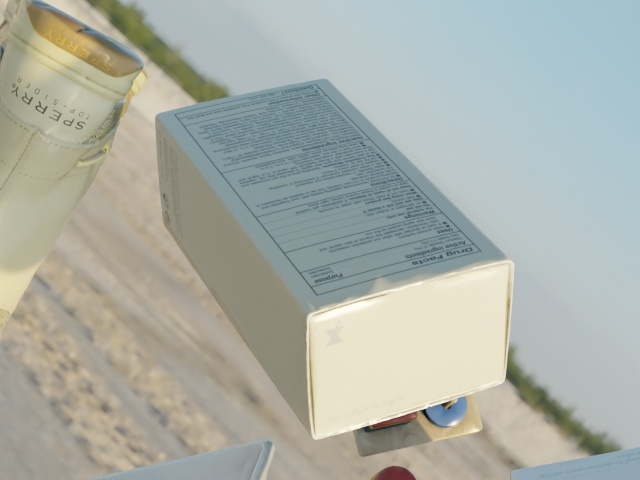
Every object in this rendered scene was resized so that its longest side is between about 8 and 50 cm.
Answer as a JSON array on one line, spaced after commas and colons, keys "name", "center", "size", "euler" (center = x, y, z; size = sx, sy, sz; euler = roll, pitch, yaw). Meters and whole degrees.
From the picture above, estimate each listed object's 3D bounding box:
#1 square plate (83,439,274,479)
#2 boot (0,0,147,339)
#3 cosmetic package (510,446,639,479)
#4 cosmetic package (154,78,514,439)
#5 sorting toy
[{"name": "square plate", "center": [-0.209, 0.263, 0.969], "size": [0.344, 0.347, 0.049], "euler": [-71, 143, -65]}, {"name": "boot", "center": [-0.182, -0.033, 0.901], "size": [0.095, 0.203, 0.262], "euler": [29, 1, -13]}, {"name": "cosmetic package", "center": [0.283, 0.355, 1.259], "size": [0.155, 0.197, 0.366], "euler": [-80, 158, -66]}, {"name": "cosmetic package", "center": [0.000, 0.000, 1.177], "size": [0.309, 0.160, 0.113], "euler": [-128, -150, -50]}, {"name": "sorting toy", "center": [0.087, 0.126, 1.556], "size": [0.046, 0.132, 0.275], "euler": [130, -52, -66]}]
